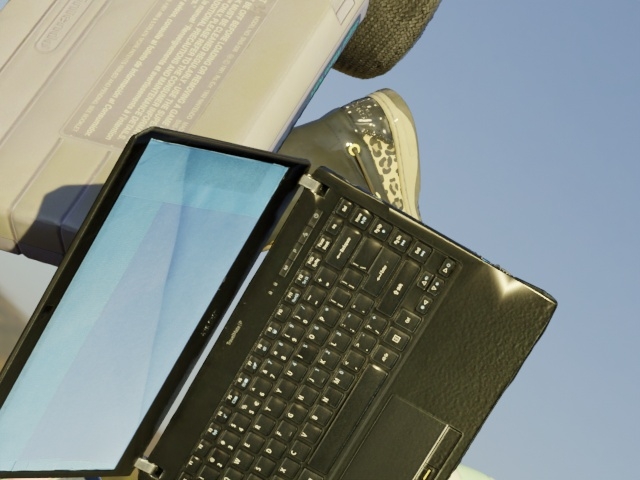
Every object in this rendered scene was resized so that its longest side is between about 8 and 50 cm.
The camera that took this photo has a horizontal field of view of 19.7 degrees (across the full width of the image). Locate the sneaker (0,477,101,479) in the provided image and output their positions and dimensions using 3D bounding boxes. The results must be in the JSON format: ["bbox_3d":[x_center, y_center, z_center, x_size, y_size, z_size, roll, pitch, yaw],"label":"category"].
[{"bbox_3d":[-0.281,0.187,1.372,0.319,0.112,0.131,-5,-78,33],"label":"sneaker"}]

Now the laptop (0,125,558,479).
[{"bbox_3d":[-0.032,0.083,1.058,0.264,0.234,0.136,30,15,-3],"label":"laptop"}]

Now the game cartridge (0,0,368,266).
[{"bbox_3d":[-0.118,-0.122,1.274,0.230,0.355,0.068,18,-37,17],"label":"game cartridge"}]

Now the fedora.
[{"bbox_3d":[0.059,-0.287,1.953,0.152,0.334,0.334,34,-11,-5],"label":"fedora"}]

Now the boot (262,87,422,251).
[{"bbox_3d":[-0.001,-0.001,1.578,0.085,0.179,0.236,30,-50,58],"label":"boot"}]

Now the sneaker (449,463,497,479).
[{"bbox_3d":[0.121,0.341,1.761,0.151,0.256,0.094,17,3,-42],"label":"sneaker"}]
